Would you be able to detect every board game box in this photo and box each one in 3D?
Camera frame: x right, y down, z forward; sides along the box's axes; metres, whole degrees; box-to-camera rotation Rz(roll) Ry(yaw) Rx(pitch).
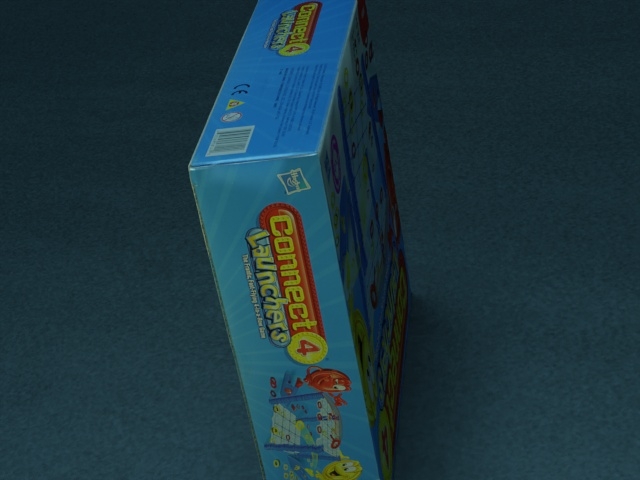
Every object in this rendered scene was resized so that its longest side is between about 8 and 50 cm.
[{"bbox_3d":[0.000,0.000,1.021,0.086,0.301,0.308,-5,31,11],"label":"board game box"}]
